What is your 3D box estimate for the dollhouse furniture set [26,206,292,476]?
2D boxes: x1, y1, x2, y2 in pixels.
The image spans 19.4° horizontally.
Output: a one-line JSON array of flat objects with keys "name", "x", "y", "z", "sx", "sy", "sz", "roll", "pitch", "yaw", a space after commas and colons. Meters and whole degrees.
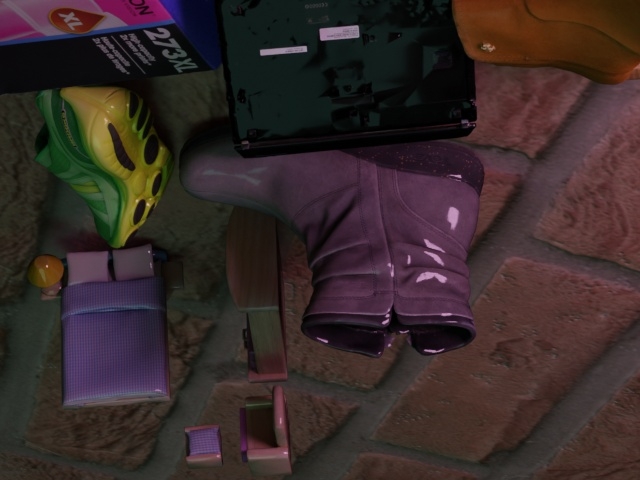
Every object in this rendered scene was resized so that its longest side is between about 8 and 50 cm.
[{"name": "dollhouse furniture set", "x": -0.192, "y": 0.111, "z": 2.140, "sx": 0.303, "sy": 0.286, "sz": 0.198, "roll": -4, "pitch": 151, "yaw": 1}]

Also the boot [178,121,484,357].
[{"name": "boot", "x": 0.000, "y": 0.000, "z": 1.937, "sx": 0.338, "sy": 0.223, "sz": 0.118, "roll": 4, "pitch": 152, "yaw": 12}]

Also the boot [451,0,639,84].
[{"name": "boot", "x": 0.213, "y": -0.202, "z": 1.592, "sx": 0.211, "sy": 0.104, "sz": 0.295, "roll": 3, "pitch": 164, "yaw": 16}]

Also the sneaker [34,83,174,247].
[{"name": "sneaker", "x": -0.233, "y": -0.093, "z": 1.996, "sx": 0.123, "sy": 0.109, "sz": 0.295, "roll": 28, "pitch": 157, "yaw": 15}]

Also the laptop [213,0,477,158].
[{"name": "laptop", "x": 0.027, "y": -0.164, "z": 1.797, "sx": 0.234, "sy": 0.137, "sz": 0.264, "roll": -6, "pitch": 126, "yaw": 1}]

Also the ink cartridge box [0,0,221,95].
[{"name": "ink cartridge box", "x": -0.219, "y": -0.221, "z": 1.775, "sx": 0.370, "sy": 0.069, "sz": 0.176, "roll": -7, "pitch": 148, "yaw": 24}]
